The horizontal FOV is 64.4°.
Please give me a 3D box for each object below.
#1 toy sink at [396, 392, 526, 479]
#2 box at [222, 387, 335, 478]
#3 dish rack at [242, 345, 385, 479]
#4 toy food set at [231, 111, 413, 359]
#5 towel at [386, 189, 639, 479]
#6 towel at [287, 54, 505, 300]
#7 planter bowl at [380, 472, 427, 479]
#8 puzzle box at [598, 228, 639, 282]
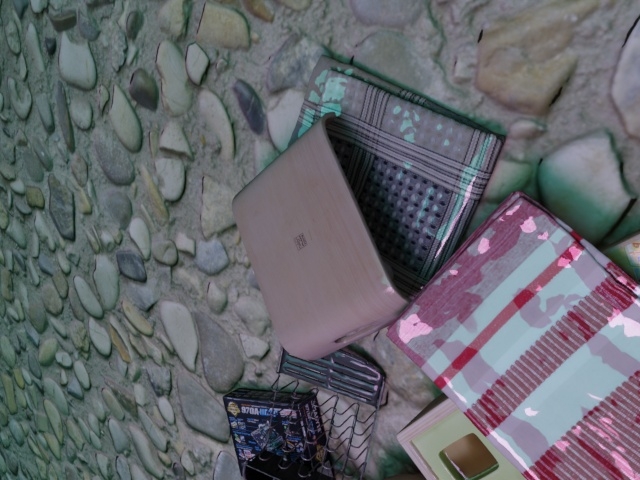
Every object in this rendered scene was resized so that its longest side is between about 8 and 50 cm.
[{"bbox_3d":[0.240,0.292,0.648,0.234,0.131,0.153,52,127,17],"label":"toy sink"},{"bbox_3d":[-0.087,0.383,0.986,0.220,0.051,0.175,-11,94,40],"label":"box"},{"bbox_3d":[-0.007,0.309,0.845,0.208,0.074,0.271,14,102,17],"label":"dish rack"},{"bbox_3d":[0.000,0.000,0.746,0.220,0.092,0.306,-34,71,37],"label":"toy food set"},{"bbox_3d":[0.255,0.134,0.537,0.329,0.037,0.237,45,109,22],"label":"towel"},{"bbox_3d":[0.063,-0.073,0.751,0.324,0.056,0.312,34,120,29],"label":"towel"},{"bbox_3d":[0.142,0.428,0.775,0.162,0.109,0.162,10,106,37],"label":"planter bowl"},{"bbox_3d":[0.408,0.185,0.528,0.272,0.052,0.409,-41,74,40],"label":"puzzle box"}]
